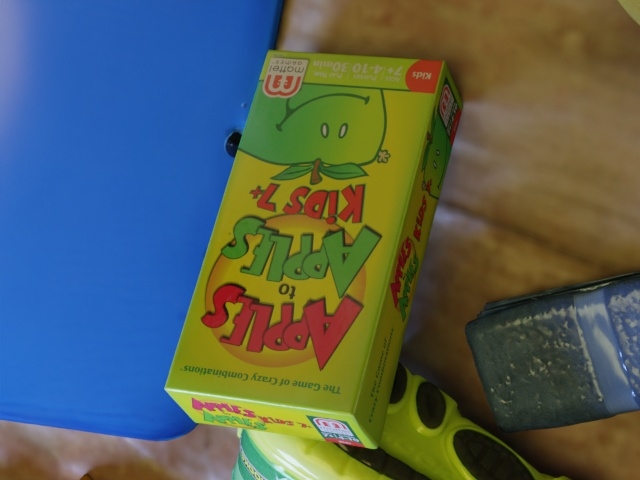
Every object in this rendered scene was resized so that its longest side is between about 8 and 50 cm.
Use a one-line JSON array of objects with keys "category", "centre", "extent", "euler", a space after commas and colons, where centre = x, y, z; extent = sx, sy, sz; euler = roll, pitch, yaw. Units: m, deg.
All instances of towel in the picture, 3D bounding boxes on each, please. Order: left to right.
[{"category": "towel", "centre": [0.134, 0.052, 0.821], "extent": [0.119, 0.029, 0.067], "euler": [-14, 96, 24]}]

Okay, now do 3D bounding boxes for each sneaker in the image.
[{"category": "sneaker", "centre": [0.080, 0.169, 0.843], "extent": [0.295, 0.109, 0.123], "euler": [41, 141, 5]}]

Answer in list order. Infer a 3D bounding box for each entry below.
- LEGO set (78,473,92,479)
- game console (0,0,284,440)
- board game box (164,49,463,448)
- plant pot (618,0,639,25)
[{"category": "LEGO set", "centre": [-0.123, 0.205, 0.924], "extent": [0.227, 0.093, 0.087], "euler": [42, 113, 9]}, {"category": "game console", "centre": [-0.175, -0.063, 0.925], "extent": [0.250, 0.173, 0.293], "euler": [30, 114, 47]}, {"category": "board game box", "centre": [0.000, 0.000, 0.800], "extent": [0.092, 0.043, 0.181], "euler": [6, 65, 21]}, {"category": "plant pot", "centre": [0.160, -0.139, 0.744], "extent": [0.081, 0.081, 0.083], "euler": [-6, 111, 24]}]
